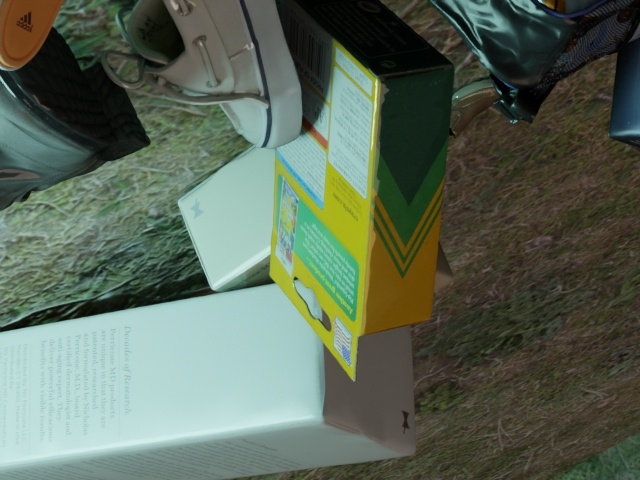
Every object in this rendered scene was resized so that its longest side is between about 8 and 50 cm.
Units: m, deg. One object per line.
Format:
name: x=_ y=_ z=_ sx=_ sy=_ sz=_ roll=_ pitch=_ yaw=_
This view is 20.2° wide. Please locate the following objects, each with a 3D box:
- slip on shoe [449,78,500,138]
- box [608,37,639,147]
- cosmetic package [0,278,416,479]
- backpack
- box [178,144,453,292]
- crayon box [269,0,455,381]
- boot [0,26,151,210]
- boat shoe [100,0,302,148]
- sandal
slip on shoe: x=0.144 y=-0.131 z=1.966 sx=0.135 sy=0.041 sz=0.051 roll=-24 pitch=154 yaw=1
box: x=0.440 y=-0.223 z=1.625 sx=0.294 sy=0.296 sz=0.183 roll=3 pitch=176 yaw=40
cosmetic package: x=-0.146 y=0.171 z=1.991 sx=0.453 sy=0.161 sz=0.230 roll=-10 pitch=161 yaw=25
backpack: x=0.200 y=-0.275 z=1.521 sx=0.263 sy=0.276 sz=0.213 roll=-24 pitch=162 yaw=-43
box: x=0.000 y=0.000 z=2.001 sx=0.148 sy=0.121 sz=0.311 roll=-34 pitch=152 yaw=24
crayon box: x=0.032 y=-0.059 z=1.689 sx=0.083 sy=0.203 sz=0.323 roll=-12 pitch=125 yaw=-23
boot: x=-0.288 y=-0.076 z=1.555 sx=0.223 sy=0.118 sz=0.338 roll=-27 pitch=168 yaw=6
boat shoe: x=-0.116 y=-0.182 z=1.548 sx=0.156 sy=0.135 sz=0.367 roll=-22 pitch=151 yaw=-5
sandal: x=-0.164 y=-0.241 z=1.312 sx=0.102 sy=0.076 sz=0.265 roll=17 pitch=92 yaw=-69
